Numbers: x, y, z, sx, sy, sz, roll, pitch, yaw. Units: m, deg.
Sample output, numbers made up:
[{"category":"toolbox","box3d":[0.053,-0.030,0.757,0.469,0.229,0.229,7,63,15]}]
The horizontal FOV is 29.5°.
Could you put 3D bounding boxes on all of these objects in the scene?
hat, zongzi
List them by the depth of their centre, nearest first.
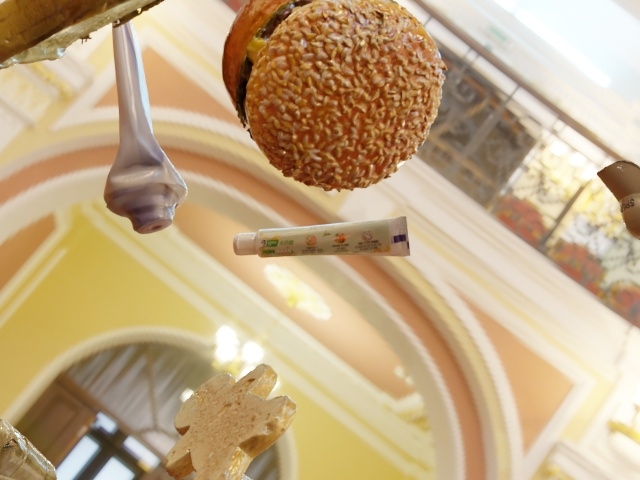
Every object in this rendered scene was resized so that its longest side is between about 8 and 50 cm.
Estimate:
[{"category":"zongzi","box3d":[-0.536,0.405,2.013,0.078,0.176,0.160,24,-24,49]},{"category":"hat","box3d":[0.625,-0.076,2.482,0.175,0.085,0.147,44,-32,2]}]

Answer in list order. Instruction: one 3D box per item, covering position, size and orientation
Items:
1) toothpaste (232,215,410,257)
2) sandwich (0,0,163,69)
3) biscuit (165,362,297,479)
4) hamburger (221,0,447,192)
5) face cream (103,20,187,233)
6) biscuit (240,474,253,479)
[{"category":"toothpaste","box3d":[0.000,0.000,2.154,0.314,0.056,0.058,-3,-20,11]},{"category":"sandwich","box3d":[-0.307,-0.307,1.557,0.251,0.226,0.087,-23,-81,26]},{"category":"biscuit","box3d":[-0.097,0.191,1.256,0.030,0.153,0.234,50,-12,-16]},{"category":"hamburger","box3d":[0.020,-0.249,1.901,0.250,0.330,0.330,53,-1,45]},{"category":"face cream","box3d":[-0.314,-0.213,2.044,0.235,0.137,0.420,89,-10,-72]},{"category":"biscuit","box3d":[-0.157,0.474,2.098,0.078,0.144,0.426,57,-15,-3]}]
